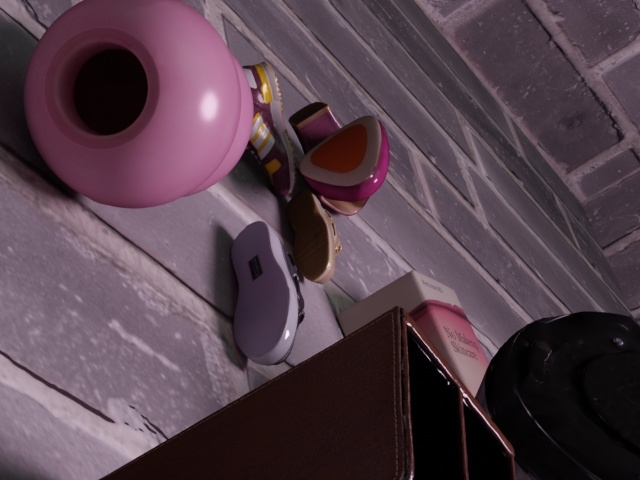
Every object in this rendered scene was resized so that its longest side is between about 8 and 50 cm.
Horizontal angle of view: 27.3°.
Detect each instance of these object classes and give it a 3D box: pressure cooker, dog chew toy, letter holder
[{"bbox_3d":[0.291,0.336,1.379,0.375,0.421,0.370,14,31,-7],"label":"pressure cooker"},{"bbox_3d":[-0.159,-0.132,1.323,0.207,0.206,0.332,60,10,7],"label":"dog chew toy"},{"bbox_3d":[-0.027,0.221,0.901,0.152,0.301,0.214,51,19,-21],"label":"letter holder"}]

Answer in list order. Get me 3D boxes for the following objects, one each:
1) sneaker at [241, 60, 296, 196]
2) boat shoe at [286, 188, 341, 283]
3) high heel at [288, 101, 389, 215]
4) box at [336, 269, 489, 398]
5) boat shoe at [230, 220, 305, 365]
[{"bbox_3d":[-0.088,-0.141,1.744,0.069,0.083,0.186,-142,-143,-69],"label":"sneaker"},{"bbox_3d":[0.000,0.000,1.731,0.059,0.063,0.170,38,25,-34],"label":"boat shoe"},{"bbox_3d":[0.054,-0.075,1.782,0.181,0.127,0.377,59,3,-20],"label":"high heel"},{"bbox_3d":[0.143,0.177,1.717,0.148,0.126,0.232,25,38,-59],"label":"box"},{"bbox_3d":[-0.052,0.069,1.472,0.076,0.080,0.228,45,14,-32],"label":"boat shoe"}]
